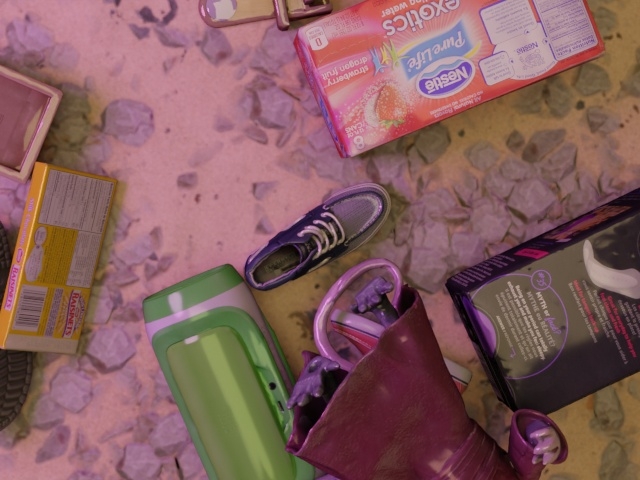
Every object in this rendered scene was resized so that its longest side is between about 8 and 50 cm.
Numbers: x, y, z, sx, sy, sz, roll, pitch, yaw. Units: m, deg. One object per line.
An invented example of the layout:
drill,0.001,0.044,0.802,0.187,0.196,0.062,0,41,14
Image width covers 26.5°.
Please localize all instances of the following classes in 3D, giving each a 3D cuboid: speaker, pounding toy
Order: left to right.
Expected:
pounding toy,-0.366,-0.151,1.494,0.141,0.100,0.130,23,91,-15
speaker,-0.090,0.181,1.501,0.131,0.131,0.296,-23,94,-2

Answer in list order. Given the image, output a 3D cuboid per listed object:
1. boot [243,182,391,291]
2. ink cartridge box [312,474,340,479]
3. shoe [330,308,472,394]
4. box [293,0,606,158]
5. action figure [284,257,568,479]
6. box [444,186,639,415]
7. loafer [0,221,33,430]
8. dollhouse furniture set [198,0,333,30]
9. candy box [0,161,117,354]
boot,0.000,0.000,1.518,0.190,0.086,0.069,-35,94,-1
ink cartridge box,0.073,0.287,1.498,0.207,0.046,0.097,-15,94,-40
shoe,0.080,0.148,1.540,0.178,0.063,0.081,27,85,-9
box,0.136,-0.212,1.489,0.300,0.142,0.154,-23,94,-2
action figure,0.119,0.235,1.430,0.248,0.276,0.370,-43,107,4
box,0.300,0.065,1.510,0.270,0.143,0.165,-24,95,-2
loafer,-0.385,0.091,1.508,0.087,0.094,0.251,-1,95,31
dollhouse furniture set,-0.087,-0.371,1.362,0.174,0.355,0.303,-11,94,-2
candy box,-0.292,0.022,1.499,0.027,0.105,0.205,15,92,37
